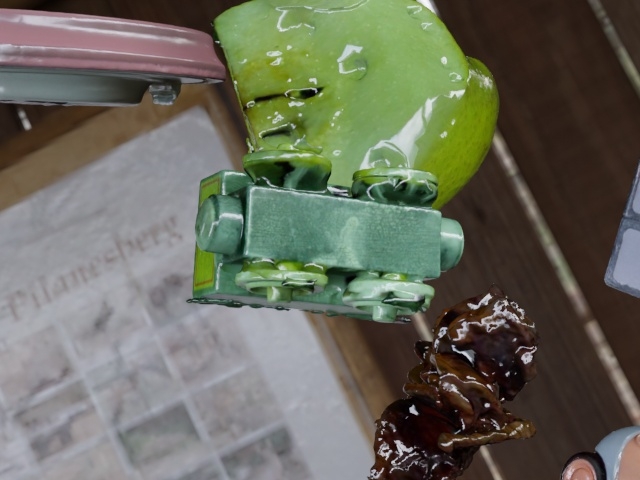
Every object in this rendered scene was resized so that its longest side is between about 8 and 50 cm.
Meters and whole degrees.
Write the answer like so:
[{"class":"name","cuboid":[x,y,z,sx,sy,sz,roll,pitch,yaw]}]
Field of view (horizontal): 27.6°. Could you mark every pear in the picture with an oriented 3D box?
[{"class":"pear","cuboid":[0.061,-0.142,1.592,0.318,0.342,0.238,-19,-25,1]}]

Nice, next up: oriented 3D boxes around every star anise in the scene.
[{"class":"star anise","cuboid":[0.123,0.144,1.141,0.190,0.126,0.220,-46,10,52]}]

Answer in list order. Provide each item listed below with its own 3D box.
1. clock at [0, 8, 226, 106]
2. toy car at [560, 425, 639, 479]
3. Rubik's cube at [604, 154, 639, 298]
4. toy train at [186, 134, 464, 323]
[{"class":"clock","cuboid":[-0.185,-0.118,0.880,0.244,0.056,0.244,4,4,0]},{"class":"toy car","cuboid":[0.362,0.330,1.318,0.180,0.271,0.212,13,0,-33]},{"class":"Rubik's cube","cuboid":[0.613,-0.034,1.767,0.305,0.304,0.301,22,15,41]},{"class":"toy train","cuboid":[0.000,0.000,1.286,0.271,0.159,0.188,7,-10,-23]}]
